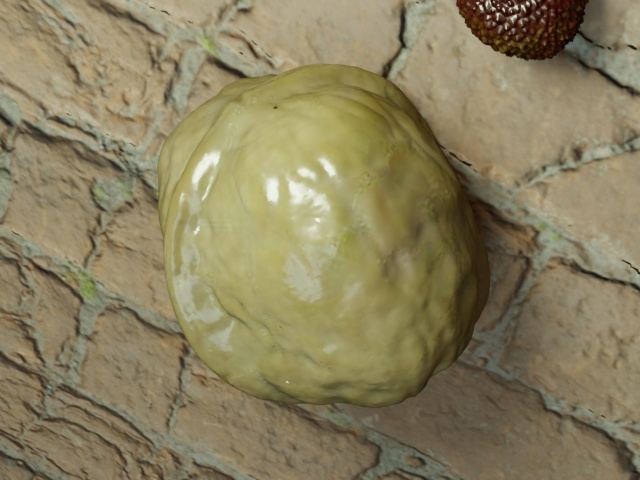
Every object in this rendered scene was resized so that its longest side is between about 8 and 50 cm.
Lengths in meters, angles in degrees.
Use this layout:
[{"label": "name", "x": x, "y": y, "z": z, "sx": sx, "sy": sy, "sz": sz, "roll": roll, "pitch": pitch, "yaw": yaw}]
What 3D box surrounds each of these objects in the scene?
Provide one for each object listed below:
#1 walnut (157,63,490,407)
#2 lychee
[{"label": "walnut", "x": 0.000, "y": 0.000, "z": 1.290, "sx": 0.381, "sy": 0.381, "sz": 0.381, "roll": 12, "pitch": 129, "yaw": 16}, {"label": "lychee", "x": 0.192, "y": -0.227, "z": 1.158, "sx": 0.123, "sy": 0.123, "sz": 0.129, "roll": -17, "pitch": 116, "yaw": 33}]
